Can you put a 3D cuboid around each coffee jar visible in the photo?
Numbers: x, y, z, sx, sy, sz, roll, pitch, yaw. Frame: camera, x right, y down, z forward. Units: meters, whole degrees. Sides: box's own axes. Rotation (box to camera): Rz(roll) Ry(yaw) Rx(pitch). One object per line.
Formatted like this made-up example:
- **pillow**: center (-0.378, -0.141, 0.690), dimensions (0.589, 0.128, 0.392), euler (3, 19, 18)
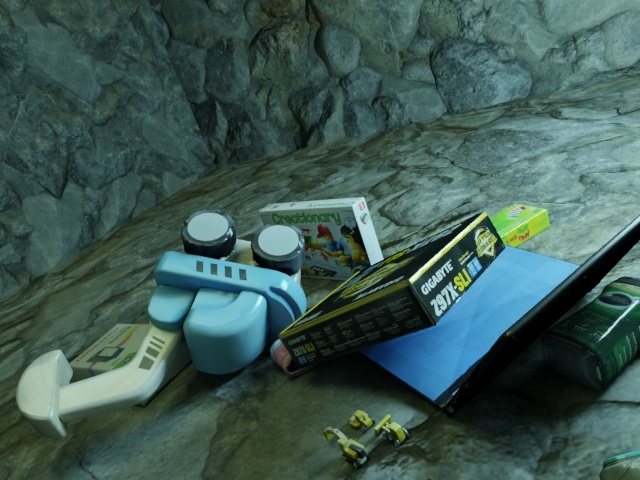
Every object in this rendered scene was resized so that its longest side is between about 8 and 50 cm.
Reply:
- **coffee jar**: center (0.408, 0.123, 0.727), dimensions (0.184, 0.079, 0.096), euler (-29, 21, -20)

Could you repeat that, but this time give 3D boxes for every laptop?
- **laptop**: center (0.260, 0.050, 0.804), dimensions (0.381, 0.408, 0.236), euler (-33, 63, -22)

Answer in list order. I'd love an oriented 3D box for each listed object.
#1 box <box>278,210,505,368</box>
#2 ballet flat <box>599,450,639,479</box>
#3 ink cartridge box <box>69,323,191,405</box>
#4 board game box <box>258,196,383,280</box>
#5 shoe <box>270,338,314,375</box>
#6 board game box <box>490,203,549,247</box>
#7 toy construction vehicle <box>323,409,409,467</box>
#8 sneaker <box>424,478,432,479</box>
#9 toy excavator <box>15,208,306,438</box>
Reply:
- **box**: center (0.114, 0.086, 0.863), dimensions (0.257, 0.079, 0.322), euler (-31, 0, -43)
- **ballet flat**: center (0.395, 0.228, 0.522), dimensions (0.213, 0.072, 0.068), euler (-20, 48, 2)
- **ink cartridge box**: center (-0.409, 0.260, 1.116), dimensions (0.212, 0.093, 0.154), euler (-6, 25, 36)
- **board game box**: center (0.000, 0.000, 1.245), dimensions (0.305, 0.193, 0.053), euler (-1, 28, 42)
- **shoe**: center (-0.006, 0.186, 0.979), dimensions (0.177, 0.064, 0.081), euler (-32, 25, -15)
- **board game box**: center (0.400, -0.019, 1.137), dimensions (0.181, 0.043, 0.092), euler (-28, 22, -19)
- **toy construction vehicle**: center (0.061, 0.271, 0.736), dimensions (0.085, 0.035, 0.098), euler (-31, 23, -27)
- **sneaker**: center (0.102, 0.297, 0.575), dimensions (0.188, 0.078, 0.067), euler (-9, 23, 29)
- **toy excavator**: center (-0.258, 0.166, 0.969), dimensions (0.432, 0.223, 0.446), euler (10, 46, 5)
